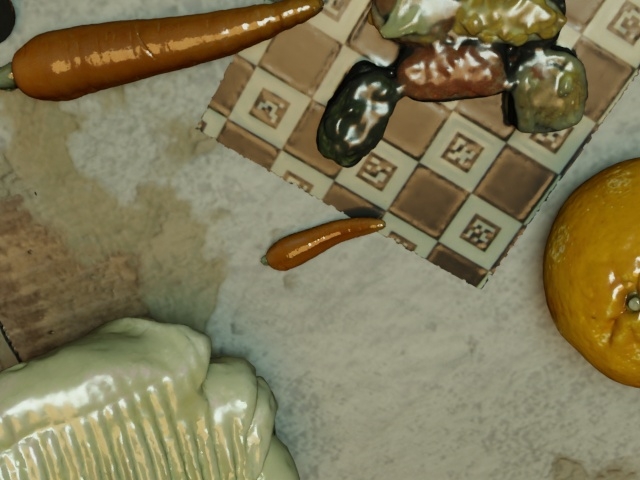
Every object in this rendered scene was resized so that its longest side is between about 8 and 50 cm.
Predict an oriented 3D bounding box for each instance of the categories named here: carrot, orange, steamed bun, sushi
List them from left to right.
[{"bbox_3d":[-0.208,0.253,0.935,0.352,0.247,0.339,-20,100,-25],"label":"steamed bun"},{"bbox_3d":[-0.158,-0.183,0.853,0.336,0.069,0.069,-10,110,8],"label":"carrot"},{"bbox_3d":[0.000,0.000,0.924,0.142,0.035,0.035,-21,108,16],"label":"carrot"},{"bbox_3d":[0.106,-0.158,0.839,0.343,0.064,0.359,30,112,-6],"label":"sushi"},{"bbox_3d":[0.315,0.032,0.832,0.219,0.193,0.219,9,127,13],"label":"orange"}]

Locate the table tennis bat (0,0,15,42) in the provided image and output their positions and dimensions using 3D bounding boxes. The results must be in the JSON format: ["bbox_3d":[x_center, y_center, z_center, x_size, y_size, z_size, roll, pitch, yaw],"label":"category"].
[{"bbox_3d":[-0.371,-0.220,0.868,0.158,0.014,0.095,-5,140,12],"label":"table tennis bat"}]
